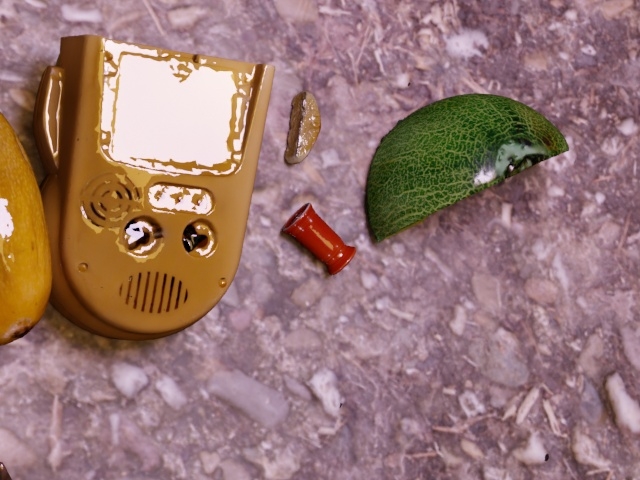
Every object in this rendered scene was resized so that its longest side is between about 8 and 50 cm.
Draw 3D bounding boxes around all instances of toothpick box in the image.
[{"bbox_3d":[0.000,0.000,1.689,0.083,0.047,0.047,44,68,-12],"label":"toothpick box"}]

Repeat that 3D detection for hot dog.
[{"bbox_3d":[-0.017,-0.131,1.712,0.034,0.030,0.090,14,76,-29],"label":"hot dog"}]

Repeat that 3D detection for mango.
[{"bbox_3d":[-0.366,-0.033,1.474,0.120,0.177,0.295,-14,80,-54],"label":"mango"}]

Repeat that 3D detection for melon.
[{"bbox_3d":[0.177,-0.115,1.717,0.265,0.169,0.129,-24,90,-26],"label":"melon"}]

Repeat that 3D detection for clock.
[{"bbox_3d":[-0.188,-0.050,1.550,0.244,0.200,0.317,8,87,-19],"label":"clock"}]

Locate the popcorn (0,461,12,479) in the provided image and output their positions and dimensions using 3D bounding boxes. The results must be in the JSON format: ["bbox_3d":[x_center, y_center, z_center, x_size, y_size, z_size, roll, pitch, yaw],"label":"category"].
[{"bbox_3d":[-0.424,0.348,1.359,0.316,0.281,0.297,-79,153,-42],"label":"popcorn"}]
